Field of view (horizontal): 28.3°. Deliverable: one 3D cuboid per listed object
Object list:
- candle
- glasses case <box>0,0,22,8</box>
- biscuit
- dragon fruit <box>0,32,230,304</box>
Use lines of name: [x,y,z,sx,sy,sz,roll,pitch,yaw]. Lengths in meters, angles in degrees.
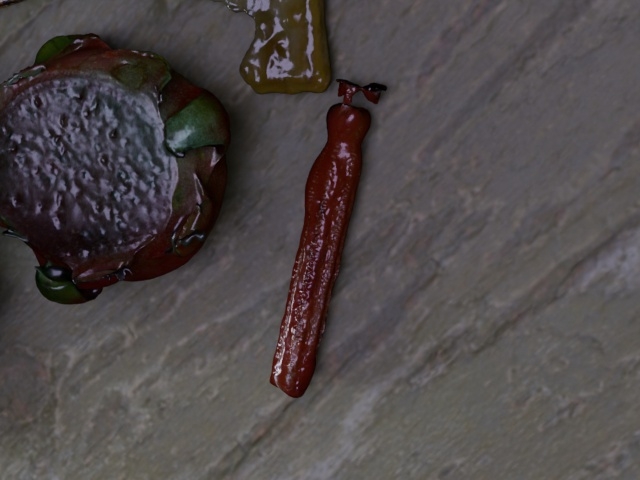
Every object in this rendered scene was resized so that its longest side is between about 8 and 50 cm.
candle: [0.000,0.000,1.262,0.051,0.048,0.329,30,111,50]
glasses case: [-0.356,-0.320,1.294,0.065,0.041,0.169,-14,96,4]
biscuit: [-0.073,-0.228,1.242,0.174,0.039,0.183,-6,98,14]
dragon fruit: [-0.222,-0.072,1.258,0.295,0.130,0.268,-5,99,15]
